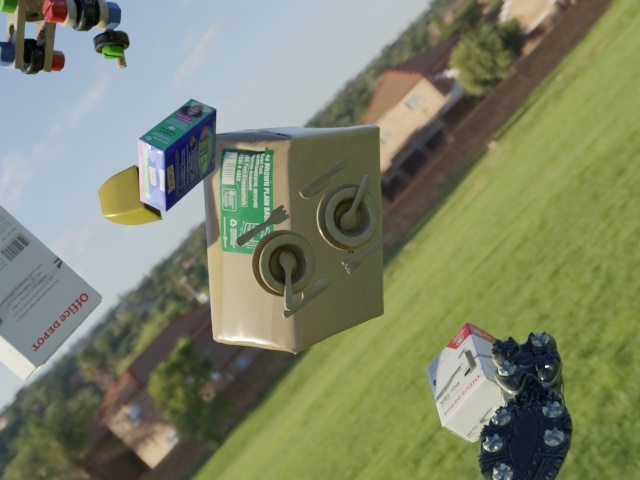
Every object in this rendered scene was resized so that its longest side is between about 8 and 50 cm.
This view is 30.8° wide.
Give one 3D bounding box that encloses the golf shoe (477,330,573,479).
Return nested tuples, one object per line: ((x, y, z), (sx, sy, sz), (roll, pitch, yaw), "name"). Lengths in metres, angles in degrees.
((0.253, 0.227, 1.362), (0.105, 0.120, 0.273), (-8, 33, 20), "golf shoe")

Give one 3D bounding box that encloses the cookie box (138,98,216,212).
((-0.168, -0.101, 1.368), (0.107, 0.040, 0.092), (-47, -28, -45), "cookie box")

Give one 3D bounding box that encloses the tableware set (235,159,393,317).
((0.000, 0.000, 1.477), (0.194, 0.128, 0.039), (-37, 14, -18), "tableware set")

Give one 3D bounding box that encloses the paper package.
((-0.035, -0.013, 1.808), (0.168, 0.325, 0.309), (3, 10, 28), "paper package")

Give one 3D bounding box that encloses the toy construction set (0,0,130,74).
((-0.460, -0.395, 1.792), (0.308, 0.237, 0.257), (-10, -7, -14), "toy construction set")

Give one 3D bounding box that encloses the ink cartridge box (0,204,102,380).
((-0.466, 0.080, 1.749), (0.160, 0.219, 0.092), (-50, 7, -34), "ink cartridge box")

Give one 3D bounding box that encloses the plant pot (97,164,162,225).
((-0.325, -0.069, 1.951), (0.083, 0.082, 0.081), (-17, -17, 11), "plant pot")

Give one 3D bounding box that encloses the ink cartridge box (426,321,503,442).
((0.203, 0.191, 1.576), (0.099, 0.056, 0.135), (-53, 20, 20), "ink cartridge box")
